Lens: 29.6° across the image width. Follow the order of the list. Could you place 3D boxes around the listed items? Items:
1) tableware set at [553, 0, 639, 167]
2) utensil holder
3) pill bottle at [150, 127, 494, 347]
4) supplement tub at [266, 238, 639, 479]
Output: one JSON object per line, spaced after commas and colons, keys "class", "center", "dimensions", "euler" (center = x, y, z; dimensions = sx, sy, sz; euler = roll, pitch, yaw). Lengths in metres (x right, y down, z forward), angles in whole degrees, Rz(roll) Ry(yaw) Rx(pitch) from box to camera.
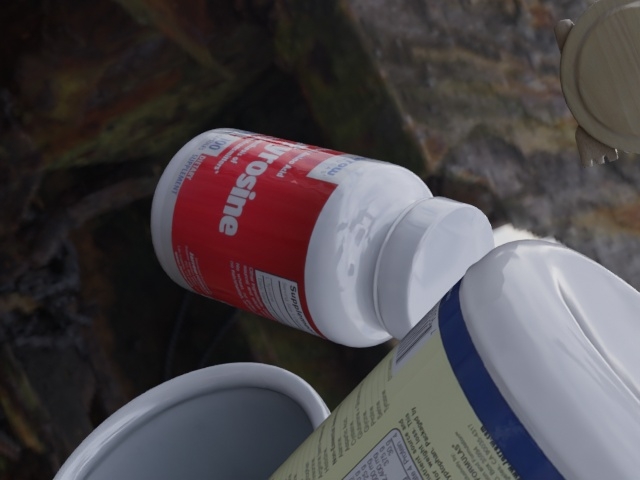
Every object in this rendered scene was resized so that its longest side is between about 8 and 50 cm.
{"class": "tableware set", "center": [0.180, -0.056, 0.447], "dimensions": [0.141, 0.169, 0.020], "euler": [58, 22, -3]}
{"class": "utensil holder", "center": [-0.062, 0.376, 1.253], "dimensions": [0.327, 0.327, 0.385], "euler": [-104, 168, -57]}
{"class": "pill bottle", "center": [0.000, 0.000, 1.508], "dimensions": [0.408, 0.229, 0.229], "euler": [16, -35, 38]}
{"class": "supplement tub", "center": [0.070, 0.186, 0.591], "dimensions": [0.235, 0.325, 0.235], "euler": [36, 20, -15]}
